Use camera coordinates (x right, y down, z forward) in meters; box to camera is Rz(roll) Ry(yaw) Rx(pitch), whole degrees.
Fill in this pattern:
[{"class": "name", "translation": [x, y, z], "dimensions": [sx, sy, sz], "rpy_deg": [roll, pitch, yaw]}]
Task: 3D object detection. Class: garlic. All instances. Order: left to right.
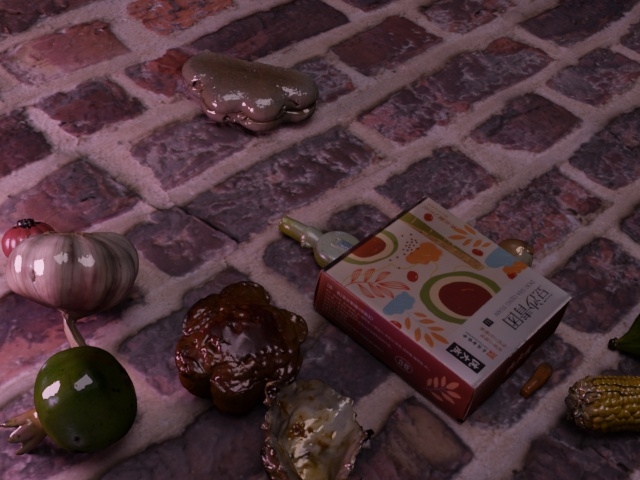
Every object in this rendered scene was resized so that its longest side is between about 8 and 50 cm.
[{"class": "garlic", "translation": [-0.453, 0.103, 1.839], "dimensions": [0.245, 0.245, 0.253], "rpy_deg": [-5, 87, -16]}]

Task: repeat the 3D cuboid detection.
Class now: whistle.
[{"class": "whistle", "translation": [0.000, 0.000, 2.103], "dimensions": [0.198, 0.057, 0.104], "rpy_deg": [30, 47, 16]}]

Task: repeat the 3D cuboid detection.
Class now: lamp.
[{"class": "lamp", "translation": [-0.574, 0.004, 1.959], "dimensions": [0.107, 0.092, 0.107], "rpy_deg": [-9, 15, 2]}]

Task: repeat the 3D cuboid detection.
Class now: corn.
[{"class": "corn", "translation": [0.612, 0.311, 1.889], "dimensions": [0.317, 0.115, 0.115], "rpy_deg": [3, 45, -12]}]

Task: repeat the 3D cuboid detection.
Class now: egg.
[{"class": "egg", "translation": [0.419, 0.032, 2.150], "dimensions": [0.083, 0.071, 0.071], "rpy_deg": [22, 43, 35]}]

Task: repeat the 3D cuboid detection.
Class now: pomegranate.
[{"class": "pomegranate", "translation": [-0.424, 0.282, 1.673], "dimensions": [0.225, 0.187, 0.187], "rpy_deg": [-26, 52, -3]}]

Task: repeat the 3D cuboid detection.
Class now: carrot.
[{"class": "carrot", "translation": [0.424, 0.272, 1.941], "dimensions": [0.032, 0.032, 0.093], "rpy_deg": [36, 53, 23]}]

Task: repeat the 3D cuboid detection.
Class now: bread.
[{"class": "bread", "translation": [-0.143, 0.205, 1.815], "dimensions": [0.232, 0.135, 0.246], "rpy_deg": [34, 49, 21]}, {"class": "bread", "translation": [-0.178, -0.351, 2.384], "dimensions": [0.337, 0.102, 0.183], "rpy_deg": [14, 45, 3]}]

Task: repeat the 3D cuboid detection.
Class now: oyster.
[{"class": "oyster", "translation": [0.002, 0.386, 1.670], "dimensions": [0.197, 0.133, 0.337], "rpy_deg": [-2, 49, -16]}]

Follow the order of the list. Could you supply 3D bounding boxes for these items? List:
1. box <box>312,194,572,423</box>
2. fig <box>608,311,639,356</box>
[{"class": "box", "translation": [0.242, 0.122, 1.985], "dimensions": [0.385, 0.122, 0.344], "rpy_deg": [37, 50, 23]}, {"class": "fig", "translation": [0.711, 0.183, 2.023], "dimensions": [0.203, 0.235, 0.203], "rpy_deg": [42, 30, -32]}]
